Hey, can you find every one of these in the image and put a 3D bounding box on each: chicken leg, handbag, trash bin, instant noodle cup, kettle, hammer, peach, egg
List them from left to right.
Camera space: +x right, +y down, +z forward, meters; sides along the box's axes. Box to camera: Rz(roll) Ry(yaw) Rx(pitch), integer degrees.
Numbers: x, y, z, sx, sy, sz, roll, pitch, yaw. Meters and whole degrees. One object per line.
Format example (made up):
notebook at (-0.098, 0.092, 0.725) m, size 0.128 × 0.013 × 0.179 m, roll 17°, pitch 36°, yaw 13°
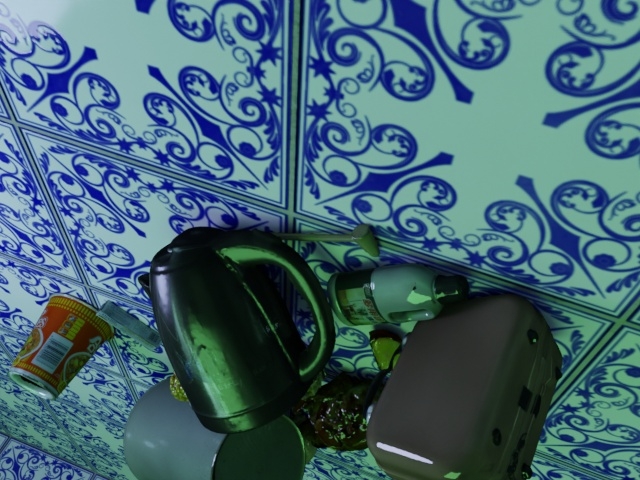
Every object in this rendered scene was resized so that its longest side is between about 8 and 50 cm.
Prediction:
instant noodle cup at (-0.640, 0.269, 1.524) m, size 0.193 × 0.212 × 0.193 m, roll 16°, pitch 144°, yaw 12°
trash bin at (-0.261, 0.476, 1.445) m, size 0.432 × 0.280 × 0.280 m, roll -2°, pitch 137°, yaw 49°
kettle at (-0.133, 0.121, 1.039) m, size 0.321 × 0.228 × 0.324 m, roll -11°, pitch 113°, yaw 26°
egg at (-0.063, 0.503, 1.555) m, size 0.118 × 0.116 × 0.140 m, roll 40°, pitch 110°, yaw 18°
hammer at (0.000, 0.000, 0.971) m, size 0.195 × 0.028 × 0.060 m, roll 3°, pitch 145°, yaw 33°
chicken leg at (0.027, 0.389, 1.337) m, size 0.212 × 0.140 × 0.361 m, roll 31°, pitch 141°, yaw -21°
peach at (0.115, 0.191, 1.110) m, size 0.083 × 0.050 × 0.077 m, roll 25°, pitch 122°, yaw -15°
handbag at (0.185, 0.228, 0.914) m, size 0.283 × 0.301 × 0.149 m, roll -7°, pitch 132°, yaw 45°

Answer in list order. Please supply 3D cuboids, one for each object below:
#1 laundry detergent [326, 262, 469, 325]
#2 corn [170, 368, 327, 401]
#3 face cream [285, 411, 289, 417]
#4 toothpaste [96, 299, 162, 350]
laundry detergent at (0.120, 0.082, 0.955) m, size 0.226 × 0.070 × 0.099 m, roll -11°, pitch 111°, yaw 38°
corn at (-0.144, 0.273, 1.259) m, size 0.318 × 0.115 × 0.115 m, roll -2°, pitch 140°, yaw 3°
face cream at (-0.136, 0.459, 1.555) m, size 0.070 × 0.114 × 0.224 m, roll 10°, pitch 164°, yaw -35°
toothpaste at (-0.452, 0.205, 1.483) m, size 0.164 × 0.034 × 0.046 m, roll 38°, pitch 143°, yaw -17°
